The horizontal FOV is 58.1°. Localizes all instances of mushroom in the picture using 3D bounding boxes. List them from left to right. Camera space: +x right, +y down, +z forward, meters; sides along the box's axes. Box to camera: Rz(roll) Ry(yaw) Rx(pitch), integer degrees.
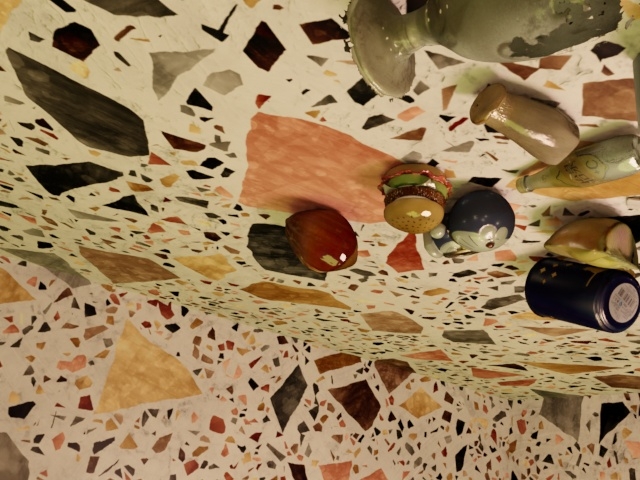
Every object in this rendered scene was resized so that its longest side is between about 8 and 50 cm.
[{"bbox_3d":[0.391,-0.210,1.062,0.247,0.108,0.096,19,114,-27],"label":"mushroom"}]

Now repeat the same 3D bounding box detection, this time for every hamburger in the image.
[{"bbox_3d":[0.221,-0.089,1.345,0.176,0.136,0.175,4,157,2],"label":"hamburger"}]

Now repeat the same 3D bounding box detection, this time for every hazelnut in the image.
[{"bbox_3d":[-0.001,0.003,1.583,0.181,0.181,0.212,-8,170,-14],"label":"hazelnut"}]

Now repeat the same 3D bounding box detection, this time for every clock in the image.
[{"bbox_3d":[0.361,-0.032,1.413,0.200,0.146,0.243,2,164,-25],"label":"clock"}]

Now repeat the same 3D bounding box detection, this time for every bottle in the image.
[{"bbox_3d":[0.522,-0.146,1.180,0.083,0.083,0.270,24,157,-31],"label":"bottle"}]

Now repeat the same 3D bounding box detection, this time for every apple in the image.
[{"bbox_3d":[0.660,0.002,1.419,0.265,0.119,0.193,16,175,-43],"label":"apple"}]

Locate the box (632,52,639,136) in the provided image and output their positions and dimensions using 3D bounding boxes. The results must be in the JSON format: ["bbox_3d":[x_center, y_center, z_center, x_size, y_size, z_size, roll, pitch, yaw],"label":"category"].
[{"bbox_3d":[0.539,-0.267,0.803,0.067,0.155,0.243,8,158,-2],"label":"box"}]

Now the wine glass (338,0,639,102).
[{"bbox_3d":[0.217,-0.316,0.774,0.357,0.190,0.190,-5,153,40],"label":"wine glass"}]

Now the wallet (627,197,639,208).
[{"bbox_3d":[0.746,-0.082,1.314,0.083,0.011,0.044,8,162,30],"label":"wallet"}]

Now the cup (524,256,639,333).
[{"bbox_3d":[0.737,0.117,1.567,0.178,0.255,0.256,46,167,-19],"label":"cup"}]

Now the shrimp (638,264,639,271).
[{"bbox_3d":[0.921,0.039,1.301,0.233,0.071,0.365,16,157,-34],"label":"shrimp"}]
